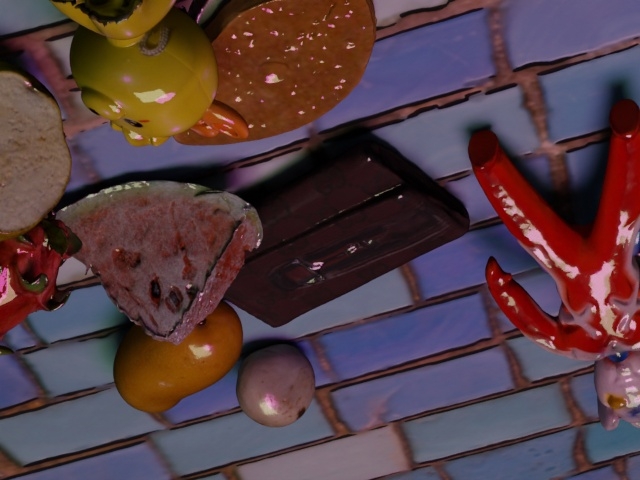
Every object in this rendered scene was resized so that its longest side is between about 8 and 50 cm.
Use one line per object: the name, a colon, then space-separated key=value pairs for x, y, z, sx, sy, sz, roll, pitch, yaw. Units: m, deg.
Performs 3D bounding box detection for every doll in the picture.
doll: x=0.252 y=0.039 z=1.756 sx=0.188 sy=0.099 sz=0.384 roll=-14 pitch=133 yaw=15
doll: x=-0.129 y=-0.147 z=1.426 sx=0.143 sy=0.135 sz=0.221 roll=23 pitch=158 yaw=25

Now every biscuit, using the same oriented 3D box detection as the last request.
biscuit: x=-0.036 y=-0.142 z=1.529 sx=0.142 sy=0.029 sz=0.220 roll=19 pitch=135 yaw=-34

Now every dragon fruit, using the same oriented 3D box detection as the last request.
dragon fruit: x=-0.312 y=0.023 z=1.590 sx=0.236 sy=0.137 sz=0.135 roll=-7 pitch=113 yaw=10

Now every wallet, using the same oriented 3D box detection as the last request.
wallet: x=0.000 y=0.000 z=1.727 sx=0.229 sy=0.049 sz=0.182 roll=-27 pitch=145 yaw=25

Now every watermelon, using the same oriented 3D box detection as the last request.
watermelon: x=-0.140 y=0.022 z=1.657 sx=0.187 sy=0.139 sz=0.071 roll=-4 pitch=173 yaw=7

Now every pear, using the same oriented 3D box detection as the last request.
pear: x=-0.267 y=-0.070 z=1.483 sx=0.141 sy=0.141 sz=0.104 roll=17 pitch=173 yaw=-34

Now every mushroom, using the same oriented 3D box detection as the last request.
mushroom: x=-0.050 y=0.141 z=1.902 sx=0.085 sy=0.085 sz=0.079 roll=16 pitch=172 yaw=-33

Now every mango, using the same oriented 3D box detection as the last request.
mango: x=-0.139 y=0.107 z=1.812 sx=0.102 sy=0.085 sz=0.184 roll=9 pitch=152 yaw=-27

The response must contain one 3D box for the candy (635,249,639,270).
candy: x=0.298 y=0.022 z=1.842 sx=0.103 sy=0.043 sz=0.103 roll=-8 pitch=145 yaw=-5
